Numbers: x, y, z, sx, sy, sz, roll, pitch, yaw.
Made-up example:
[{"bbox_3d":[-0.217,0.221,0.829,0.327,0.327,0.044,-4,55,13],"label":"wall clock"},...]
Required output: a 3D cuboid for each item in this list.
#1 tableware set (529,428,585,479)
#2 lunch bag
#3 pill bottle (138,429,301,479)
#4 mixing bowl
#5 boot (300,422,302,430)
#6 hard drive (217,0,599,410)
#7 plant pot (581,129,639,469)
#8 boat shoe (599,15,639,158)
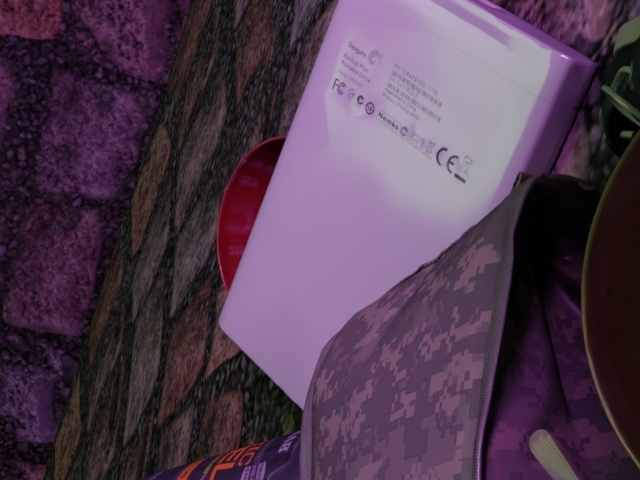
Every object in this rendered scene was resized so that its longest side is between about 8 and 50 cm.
[{"bbox_3d":[0.090,0.180,0.499,0.128,0.039,0.194,-54,50,24],"label":"tableware set"},{"bbox_3d":[0.094,0.129,0.723,0.235,0.169,0.287,136,140,-57],"label":"lunch bag"},{"bbox_3d":[-0.024,0.209,0.971,0.246,0.130,0.130,-21,49,29],"label":"pill bottle"},{"bbox_3d":[0.000,0.000,1.185,0.181,0.098,0.181,-1,88,46],"label":"mixing bowl"},{"bbox_3d":[0.002,0.225,1.093,0.161,0.083,0.246,-67,20,9],"label":"boot"},{"bbox_3d":[0.051,-0.025,1.026,0.233,0.047,0.353,40,117,39],"label":"hard drive"},{"bbox_3d":[0.212,0.015,0.465,0.236,0.032,0.236,-12,60,23],"label":"plant pot"},{"bbox_3d":[0.187,-0.077,0.658,0.254,0.095,0.079,-160,83,-87],"label":"boat shoe"}]
